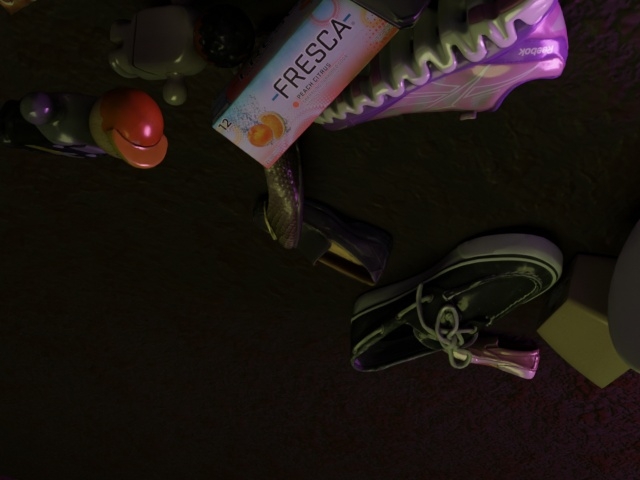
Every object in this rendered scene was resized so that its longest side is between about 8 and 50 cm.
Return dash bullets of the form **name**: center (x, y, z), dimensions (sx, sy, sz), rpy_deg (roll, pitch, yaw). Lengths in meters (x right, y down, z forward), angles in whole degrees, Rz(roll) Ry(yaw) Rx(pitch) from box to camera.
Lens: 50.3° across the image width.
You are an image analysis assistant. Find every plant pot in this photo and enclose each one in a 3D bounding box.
- **plant pot**: center (0.306, 0.079, 0.760), dimensions (0.096, 0.109, 0.109), rpy_deg (27, 143, 5)

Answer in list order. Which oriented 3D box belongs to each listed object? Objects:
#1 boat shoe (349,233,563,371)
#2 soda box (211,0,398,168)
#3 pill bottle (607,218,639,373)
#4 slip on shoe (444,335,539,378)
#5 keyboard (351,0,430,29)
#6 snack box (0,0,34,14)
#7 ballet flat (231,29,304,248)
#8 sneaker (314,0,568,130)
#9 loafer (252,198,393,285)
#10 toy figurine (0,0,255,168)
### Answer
- **boat shoe**: center (0.147, 0.088, 0.814), dimensions (0.306, 0.104, 0.113), rpy_deg (-23, 129, 39)
- **soda box**: center (-0.008, -0.147, 0.543), dimensions (0.063, 0.058, 0.183), rpy_deg (37, 109, -26)
- **pill bottle**: center (0.486, 0.090, 0.608), dimensions (0.393, 0.224, 0.224), rpy_deg (19, 142, -7)
- **slip on shoe**: center (0.227, 0.146, 0.917), dimensions (0.136, 0.051, 0.041), rpy_deg (18, 103, 8)
- **keyboard**: center (0.061, -0.239, 0.444), dimensions (0.108, 0.023, 0.180), rpy_deg (23, 118, -21)
- **snack box**: center (-0.302, -0.276, 0.565), dimensions (0.064, 0.022, 0.178), rpy_deg (-14, 134, 30)
- **ballet flat**: center (-0.047, -0.089, 0.668), dimensions (0.058, 0.084, 0.249), rpy_deg (-3, 137, 0)
- **sneaker**: center (0.097, -0.137, 0.562), dimensions (0.237, 0.095, 0.105), rpy_deg (-19, 139, 34)
- **loafer**: center (0.000, 0.000, 0.785), dimensions (0.170, 0.061, 0.062), rpy_deg (18, 143, -3)
- **toy figurine**: center (-0.152, -0.173, 0.480), dimensions (0.148, 0.213, 0.209), rpy_deg (2, 128, 30)
